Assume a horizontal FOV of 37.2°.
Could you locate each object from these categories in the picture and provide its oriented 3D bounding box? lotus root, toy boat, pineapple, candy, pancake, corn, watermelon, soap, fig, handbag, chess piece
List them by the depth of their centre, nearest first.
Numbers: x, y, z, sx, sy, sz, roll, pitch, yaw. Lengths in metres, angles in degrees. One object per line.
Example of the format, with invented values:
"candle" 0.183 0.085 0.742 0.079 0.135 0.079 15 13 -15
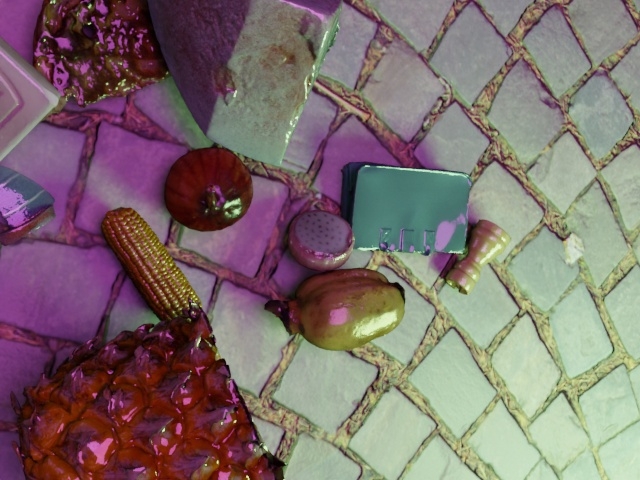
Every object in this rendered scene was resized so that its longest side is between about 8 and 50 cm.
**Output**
"pineapple" -0.216 0.266 1.203 0.300 0.352 0.352 -19 98 -10
"soap" -0.439 -0.205 1.213 0.121 0.064 0.183 -44 109 7
"toy boat" -0.414 -0.065 1.262 0.096 0.034 0.122 -36 103 -29
"watermelon" -0.076 -0.297 1.303 0.228 0.258 0.387 -38 114 -37
"pancake" -0.308 -0.298 1.308 0.257 0.056 0.212 -30 110 -32
"corn" -0.236 0.042 1.334 0.068 0.068 0.207 -39 104 -22
"fig" -0.147 -0.072 1.337 0.128 0.150 0.128 2 87 -42
"lotus root" 0.025 0.105 1.437 0.221 0.125 0.118 -11 109 -22
"candy" 0.000 0.000 1.443 0.103 0.043 0.103 8 49 -9
"handbag" 0.138 -0.049 1.535 0.221 0.057 0.144 4 92 -27
"chess piece" 0.262 0.031 1.594 0.066 0.066 0.122 39 78 -22
